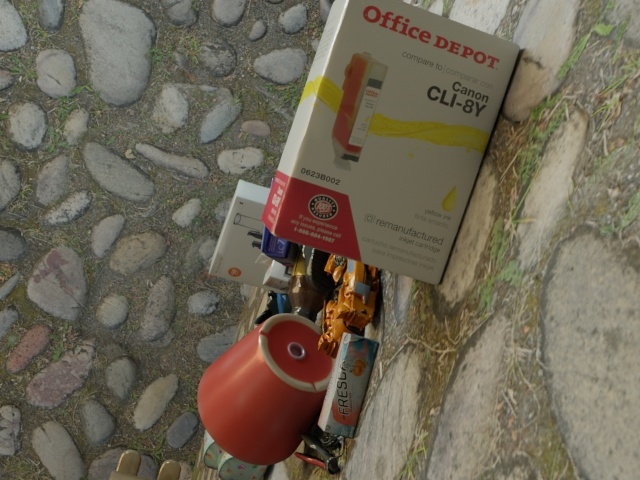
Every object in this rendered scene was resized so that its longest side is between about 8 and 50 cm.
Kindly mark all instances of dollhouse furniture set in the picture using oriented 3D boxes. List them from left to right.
[{"bbox_3d":[-0.416,0.712,2.099,0.362,0.394,0.256,164,123,-78],"label":"dollhouse furniture set"}]

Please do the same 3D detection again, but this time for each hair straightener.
[{"bbox_3d":[0.001,0.396,1.382,0.230,0.047,0.089,147,139,-74],"label":"hair straightener"}]

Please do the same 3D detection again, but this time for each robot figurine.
[{"bbox_3d":[0.061,0.089,1.461,0.291,0.085,0.211,-85,17,-48],"label":"robot figurine"}]

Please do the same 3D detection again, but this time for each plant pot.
[{"bbox_3d":[-0.099,0.304,1.535,0.243,0.275,0.275,-53,20,36],"label":"plant pot"}]

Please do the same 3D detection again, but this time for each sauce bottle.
[{"bbox_3d":[-0.021,0.096,1.808,0.111,0.111,0.344,133,153,-68],"label":"sauce bottle"}]

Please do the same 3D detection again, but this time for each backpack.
[{"bbox_3d":[-0.221,0.557,1.895,0.144,0.188,0.166,-86,18,-53],"label":"backpack"}]

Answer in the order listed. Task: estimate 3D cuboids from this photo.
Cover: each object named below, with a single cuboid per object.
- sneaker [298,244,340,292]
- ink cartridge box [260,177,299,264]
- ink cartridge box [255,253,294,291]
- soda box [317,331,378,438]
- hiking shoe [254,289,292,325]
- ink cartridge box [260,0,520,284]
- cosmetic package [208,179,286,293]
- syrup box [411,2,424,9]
[{"bbox_3d":[0.000,0.000,1.709,0.146,0.122,0.330,-25,37,37],"label":"sneaker"},{"bbox_3d":[-0.082,-0.038,1.819,0.311,0.065,0.186,41,-121,-77],"label":"ink cartridge box"},{"bbox_3d":[-0.098,0.102,2.010,0.104,0.180,0.060,131,154,-67],"label":"ink cartridge box"},{"bbox_3d":[0.050,0.265,1.307,0.063,0.058,0.183,164,122,-78],"label":"soda box"},{"bbox_3d":[-0.134,0.261,2.077,0.113,0.132,0.304,-89,19,-57],"label":"hiking shoe"},{"bbox_3d":[0.101,-0.160,1.108,0.160,0.279,0.385,-136,64,-78],"label":"ink cartridge box"},{"bbox_3d":[-0.191,-0.002,2.388,0.097,0.284,0.377,-84,15,-48],"label":"cosmetic package"},{"bbox_3d":[0.181,-0.472,1.618,0.096,0.093,0.237,-28,17,1],"label":"syrup box"}]
